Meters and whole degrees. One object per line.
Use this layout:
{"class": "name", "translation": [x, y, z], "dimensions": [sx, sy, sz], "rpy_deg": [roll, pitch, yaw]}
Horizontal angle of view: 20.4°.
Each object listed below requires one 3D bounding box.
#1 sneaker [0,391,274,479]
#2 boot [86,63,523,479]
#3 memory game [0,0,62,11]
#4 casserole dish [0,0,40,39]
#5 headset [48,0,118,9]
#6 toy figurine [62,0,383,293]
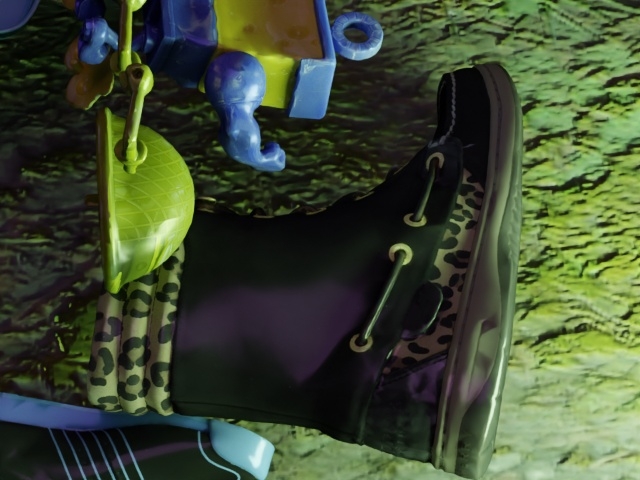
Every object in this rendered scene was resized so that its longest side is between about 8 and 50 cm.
{"class": "sneaker", "translation": [-0.152, 0.168, 1.259], "dimensions": [0.232, 0.081, 0.090], "rpy_deg": [5, 68, 7]}
{"class": "boot", "translation": [0.000, 0.000, 1.286], "dimensions": [0.284, 0.138, 0.377], "rpy_deg": [4, 48, 5]}
{"class": "memory game", "translation": [-0.233, -0.256, 1.353], "dimensions": [0.186, 0.012, 0.186], "rpy_deg": [2, 69, -4]}
{"class": "casserole dish", "translation": [-0.251, -0.223, 1.313], "dimensions": [0.114, 0.037, 0.188], "rpy_deg": [9, 68, 0]}
{"class": "headset", "translation": [-0.221, -0.286, 1.423], "dimensions": [0.394, 0.185, 0.243], "rpy_deg": [-44, 71, -3]}
{"class": "toy figurine", "translation": [-0.051, -0.142, 1.209], "dimensions": [0.217, 0.191, 0.362], "rpy_deg": [4, 52, -17]}
